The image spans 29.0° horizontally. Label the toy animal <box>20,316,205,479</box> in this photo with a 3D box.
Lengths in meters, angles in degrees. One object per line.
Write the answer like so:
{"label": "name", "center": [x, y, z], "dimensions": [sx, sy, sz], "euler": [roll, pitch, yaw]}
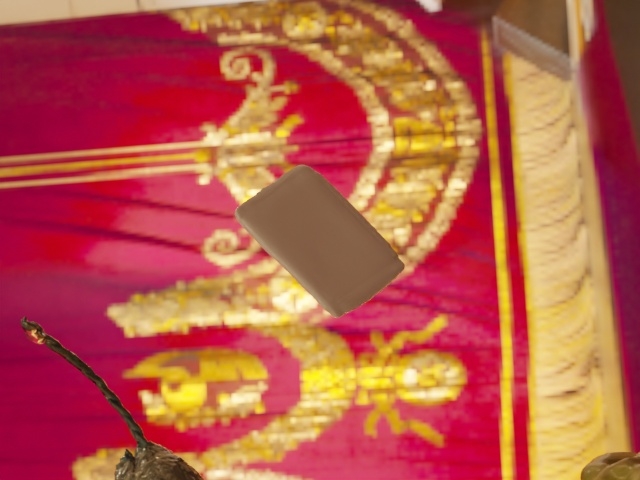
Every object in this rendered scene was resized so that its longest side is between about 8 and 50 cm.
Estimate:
{"label": "toy animal", "center": [-0.123, 0.157, 0.859], "dimensions": [0.253, 0.070, 0.079], "euler": [58, 148, 5]}

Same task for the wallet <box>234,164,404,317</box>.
{"label": "wallet", "center": [0.000, 0.000, 1.409], "dimensions": [0.124, 0.183, 0.032], "euler": [-36, -16, -31]}

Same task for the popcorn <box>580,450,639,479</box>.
{"label": "popcorn", "center": [0.176, 0.199, 0.599], "dimensions": [0.197, 0.155, 0.198], "euler": [49, -163, -21]}
